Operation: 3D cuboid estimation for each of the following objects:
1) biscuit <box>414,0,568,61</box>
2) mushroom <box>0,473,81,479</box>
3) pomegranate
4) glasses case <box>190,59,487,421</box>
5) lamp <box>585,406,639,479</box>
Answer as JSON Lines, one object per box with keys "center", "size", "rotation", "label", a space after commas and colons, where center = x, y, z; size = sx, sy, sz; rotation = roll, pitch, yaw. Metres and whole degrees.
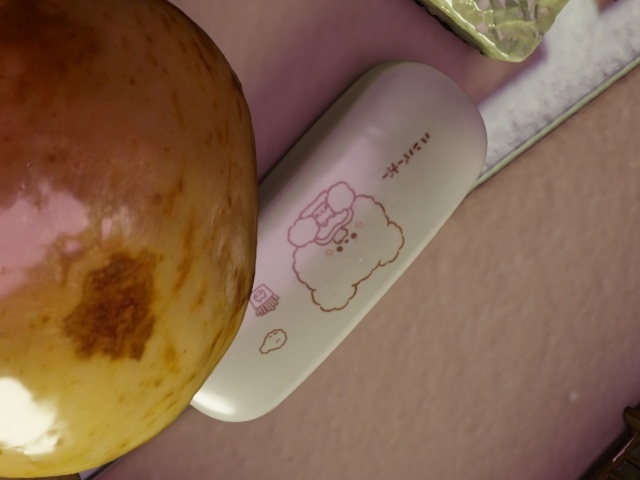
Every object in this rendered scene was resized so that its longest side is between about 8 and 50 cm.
{"center": [0.040, -0.210, 0.629], "size": [0.252, 0.052, 0.150], "rotation": [38, 88, -22], "label": "biscuit"}
{"center": [-0.113, 0.218, 0.642], "size": [0.118, 0.103, 0.270], "rotation": [-30, 104, -11], "label": "mushroom"}
{"center": [-0.121, -0.022, 0.526], "size": [0.215, 0.215, 0.215], "rotation": [-4, 103, -19], "label": "pomegranate"}
{"center": [0.000, 0.000, 0.660], "size": [0.193, 0.049, 0.074], "rotation": [-47, 112, -4], "label": "glasses case"}
{"center": [0.105, 0.233, 0.727], "size": [0.325, 0.090, 0.089], "rotation": [-47, 111, -6], "label": "lamp"}
